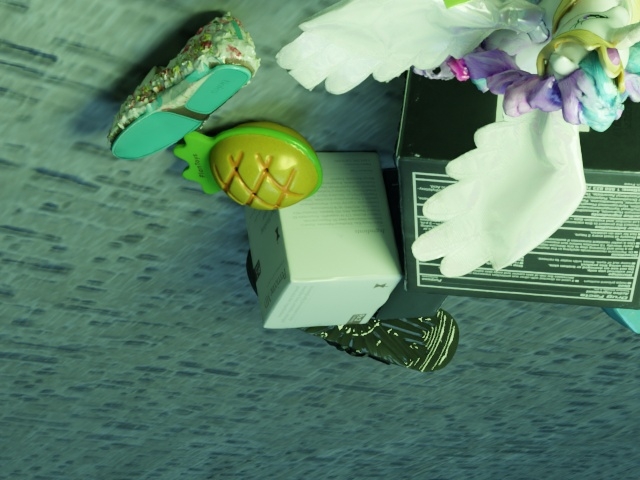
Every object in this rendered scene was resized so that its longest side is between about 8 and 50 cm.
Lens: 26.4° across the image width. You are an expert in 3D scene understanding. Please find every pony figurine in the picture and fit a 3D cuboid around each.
[{"bbox_3d":[0.185,-0.180,1.252,0.351,0.363,0.303,-30,111,38],"label":"pony figurine"}]

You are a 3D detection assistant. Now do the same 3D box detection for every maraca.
[{"bbox_3d":[-0.087,-0.091,1.651,0.185,0.099,0.127,3,137,17],"label":"maraca"}]

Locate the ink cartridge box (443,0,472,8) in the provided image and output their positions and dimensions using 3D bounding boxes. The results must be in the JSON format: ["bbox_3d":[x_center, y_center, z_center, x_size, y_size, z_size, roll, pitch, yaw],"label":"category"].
[{"bbox_3d":[0.193,-0.315,1.081,0.255,0.189,0.097,-20,176,-4],"label":"ink cartridge box"}]

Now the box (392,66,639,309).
[{"bbox_3d":[0.244,-0.073,1.597,0.296,0.183,0.294,5,148,8],"label":"box"}]

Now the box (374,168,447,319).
[{"bbox_3d":[0.122,0.005,1.859,0.093,0.158,0.156,-3,154,-14],"label":"box"}]

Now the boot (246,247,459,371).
[{"bbox_3d":[0.025,0.091,2.050,0.348,0.131,0.260,31,177,-13],"label":"boot"}]

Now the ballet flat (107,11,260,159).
[{"bbox_3d":[-0.149,-0.166,1.482,0.091,0.077,0.241,15,148,-41],"label":"ballet flat"}]

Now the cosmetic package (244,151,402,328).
[{"bbox_3d":[0.000,0.000,1.770,0.151,0.184,0.151,-1,154,-18],"label":"cosmetic package"}]

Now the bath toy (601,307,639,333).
[{"bbox_3d":[0.523,-0.019,1.918,0.348,0.151,0.129,-32,-159,-9],"label":"bath toy"}]
